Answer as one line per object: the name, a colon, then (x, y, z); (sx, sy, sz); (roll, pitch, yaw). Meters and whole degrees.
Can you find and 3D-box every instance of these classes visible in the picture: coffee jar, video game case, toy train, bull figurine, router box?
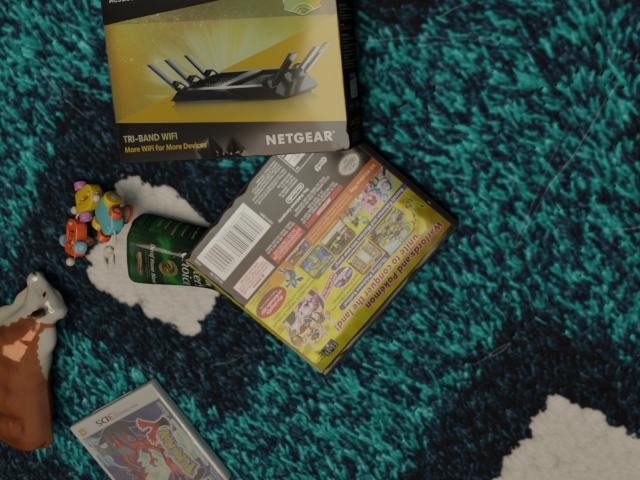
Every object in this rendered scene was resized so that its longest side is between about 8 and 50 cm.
coffee jar: (-0.172, 0.022, 1.611); (0.184, 0.079, 0.096); (7, 117, 12)
video game case: (0.000, 0.000, 1.527); (0.248, 0.035, 0.275); (40, 98, -5)
toy train: (-0.309, -0.018, 1.629); (0.166, 0.046, 0.125); (14, 102, 51)
bull figurine: (-0.476, 0.185, 1.768); (0.188, 0.101, 0.310); (13, 116, 14)
router box: (-0.110, -0.226, 1.442); (0.308, 0.081, 0.243); (-3, 101, 17)
video game case: (-0.267, 0.331, 1.821); (0.183, 0.023, 0.201); (-30, 104, 26)
